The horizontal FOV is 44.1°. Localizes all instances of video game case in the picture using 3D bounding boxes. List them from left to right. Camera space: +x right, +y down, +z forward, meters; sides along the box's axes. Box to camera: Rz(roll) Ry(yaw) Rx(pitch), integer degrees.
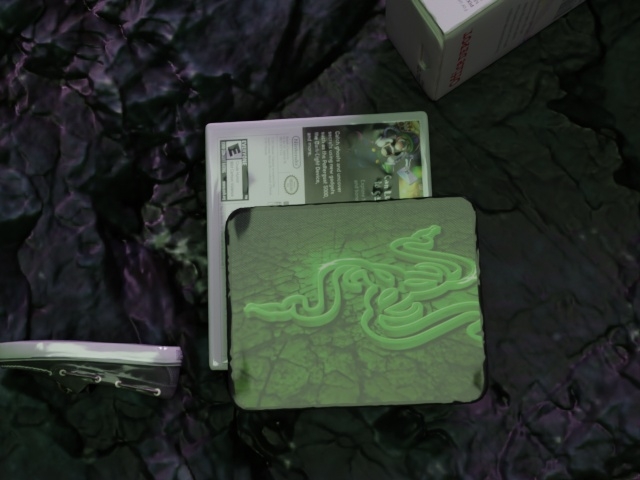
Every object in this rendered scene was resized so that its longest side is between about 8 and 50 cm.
[{"bbox_3d":[0.000,0.000,0.602,0.173,0.022,0.191,-3,81,4],"label":"video game case"}]

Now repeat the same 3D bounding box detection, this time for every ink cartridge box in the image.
[{"bbox_3d":[0.135,-0.193,0.564,0.175,0.127,0.072,-34,80,-1],"label":"ink cartridge box"}]

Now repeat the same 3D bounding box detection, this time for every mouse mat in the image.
[{"bbox_3d":[0.024,0.046,0.579,0.189,0.007,0.153,-3,81,3],"label":"mouse mat"}]

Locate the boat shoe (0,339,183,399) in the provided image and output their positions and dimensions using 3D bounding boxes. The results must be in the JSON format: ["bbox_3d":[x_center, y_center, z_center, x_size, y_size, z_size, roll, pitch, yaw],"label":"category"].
[{"bbox_3d":[-0.174,0.095,0.588,0.142,0.049,0.040,2,83,2],"label":"boat shoe"}]
